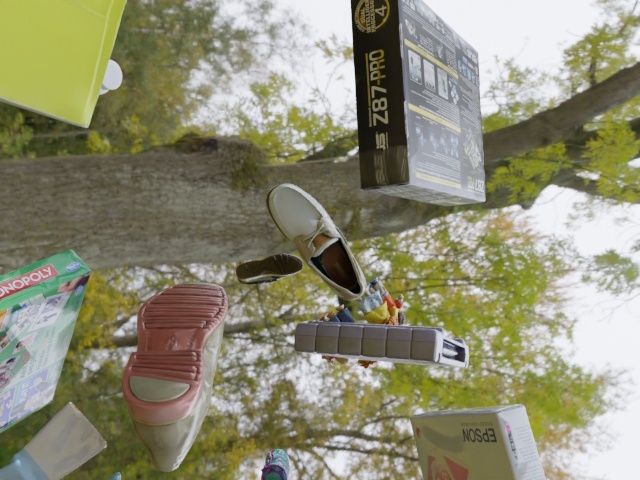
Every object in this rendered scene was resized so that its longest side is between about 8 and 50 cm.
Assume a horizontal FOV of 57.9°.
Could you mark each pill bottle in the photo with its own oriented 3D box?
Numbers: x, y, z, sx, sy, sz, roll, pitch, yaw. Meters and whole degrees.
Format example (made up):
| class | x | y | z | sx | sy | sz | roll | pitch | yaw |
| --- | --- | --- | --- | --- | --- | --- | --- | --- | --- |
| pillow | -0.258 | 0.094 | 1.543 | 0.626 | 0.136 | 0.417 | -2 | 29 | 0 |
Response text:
| class | x | y | z | sx | sy | sz | roll | pitch | yaw |
| --- | --- | --- | --- | --- | --- | --- | --- | --- | --- |
| pill bottle | -0.407 | -0.288 | 1.010 | 0.120 | 0.067 | 0.067 | 8 | -73 | 29 |

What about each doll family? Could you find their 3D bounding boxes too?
| class | x | y | z | sx | sy | sz | roll | pitch | yaw |
| --- | --- | --- | --- | --- | --- | --- | --- | --- | --- |
| doll family | 0.104 | 0.222 | 1.427 | 0.163 | 0.263 | 0.118 | 54 | 3 | 0 |

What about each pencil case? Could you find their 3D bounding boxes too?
| class | x | y | z | sx | sy | sz | roll | pitch | yaw |
| --- | --- | --- | --- | --- | --- | --- | --- | --- | --- |
| pencil case | -0.107 | 0.547 | 1.380 | 0.070 | 0.064 | 0.152 | 50 | -6 | 4 |

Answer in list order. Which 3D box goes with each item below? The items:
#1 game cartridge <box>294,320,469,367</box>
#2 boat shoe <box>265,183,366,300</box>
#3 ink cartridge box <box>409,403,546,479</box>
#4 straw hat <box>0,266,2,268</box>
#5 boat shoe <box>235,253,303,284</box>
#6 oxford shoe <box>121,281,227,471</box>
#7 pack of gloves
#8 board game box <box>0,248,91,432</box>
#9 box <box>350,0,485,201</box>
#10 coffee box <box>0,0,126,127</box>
| class | x | y | z | sx | sy | sz | roll | pitch | yaw |
| --- | --- | --- | --- | --- | --- | --- | --- | --- | --- |
| game cartridge | 0.120 | 0.183 | 1.008 | 0.230 | 0.355 | 0.068 | 4 | -101 | 22 |
| boat shoe | 0.000 | 0.000 | 1.245 | 0.302 | 0.113 | 0.103 | 49 | -5 | -9 |
| ink cartridge box | 0.285 | 0.466 | 1.018 | 0.324 | 0.071 | 0.330 | 133 | -51 | -64 |
| straw hat | -0.573 | 0.087 | 0.916 | 0.144 | 0.144 | 0.061 | -12 | -87 | 59 |
| boat shoe | -0.115 | 0.067 | 1.306 | 0.049 | 0.152 | 0.056 | 102 | -20 | -61 |
| oxford shoe | -0.232 | 0.194 | 0.943 | 0.397 | 0.140 | 0.147 | -87 | 180 | -67 |
| pack of gloves | -0.377 | 0.376 | 0.798 | 0.195 | 0.232 | 0.046 | 50 | -1 | -2 |
| board game box | -0.417 | 0.164 | 0.722 | 0.046 | 0.213 | 0.317 | 43 | -52 | 13 |
| box | 0.192 | -0.233 | 1.032 | 0.097 | 0.395 | 0.318 | -6 | -93 | 32 |
| coffee box | -0.467 | -0.373 | 0.705 | 0.334 | 0.337 | 0.338 | 20 | -87 | 29 |
